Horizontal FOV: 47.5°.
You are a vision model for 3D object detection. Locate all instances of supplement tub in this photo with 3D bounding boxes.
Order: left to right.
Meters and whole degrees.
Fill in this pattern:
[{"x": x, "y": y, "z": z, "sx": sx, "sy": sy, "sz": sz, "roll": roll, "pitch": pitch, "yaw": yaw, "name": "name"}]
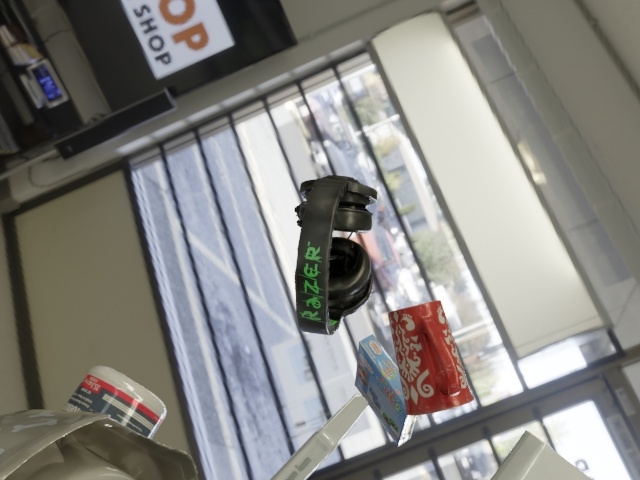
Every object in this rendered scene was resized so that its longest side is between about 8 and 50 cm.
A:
[{"x": -0.464, "y": 0.415, "z": 1.499, "sx": 0.272, "sy": 0.191, "sz": 0.191, "roll": -59, "pitch": 144, "yaw": -24, "name": "supplement tub"}]

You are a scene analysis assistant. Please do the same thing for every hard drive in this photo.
[{"x": 0.258, "y": 0.464, "z": 1.055, "sx": 0.233, "sy": 0.353, "sz": 0.047, "roll": 39, "pitch": -3, "yaw": -38, "name": "hard drive"}]

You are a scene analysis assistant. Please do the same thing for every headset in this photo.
[{"x": 0.000, "y": 0.000, "z": 1.230, "sx": 0.394, "sy": 0.185, "sz": 0.244, "roll": -54, "pitch": 148, "yaw": -67, "name": "headset"}]

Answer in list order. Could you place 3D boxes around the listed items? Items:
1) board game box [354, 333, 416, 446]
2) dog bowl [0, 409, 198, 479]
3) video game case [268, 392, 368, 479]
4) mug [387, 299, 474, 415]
[{"x": 0.128, "y": 0.298, "z": 1.428, "sx": 0.160, "sy": 0.039, "sz": 0.212, "roll": 53, "pitch": -19, "yaw": 27, "name": "board game box"}, {"x": -0.234, "y": 0.296, "z": 0.573, "sx": 0.348, "sy": 0.102, "sz": 0.349, "roll": 9, "pitch": 90, "yaw": -66, "name": "dog bowl"}, {"x": -0.026, "y": 0.185, "z": 0.563, "sx": 0.019, "sy": 0.143, "sz": 0.157, "roll": 44, "pitch": 7, "yaw": 10, "name": "video game case"}, {"x": 0.185, "y": 0.184, "z": 1.175, "sx": 0.113, "sy": 0.150, "sz": 0.169, "roll": -7, "pitch": 79, "yaw": -39, "name": "mug"}]
